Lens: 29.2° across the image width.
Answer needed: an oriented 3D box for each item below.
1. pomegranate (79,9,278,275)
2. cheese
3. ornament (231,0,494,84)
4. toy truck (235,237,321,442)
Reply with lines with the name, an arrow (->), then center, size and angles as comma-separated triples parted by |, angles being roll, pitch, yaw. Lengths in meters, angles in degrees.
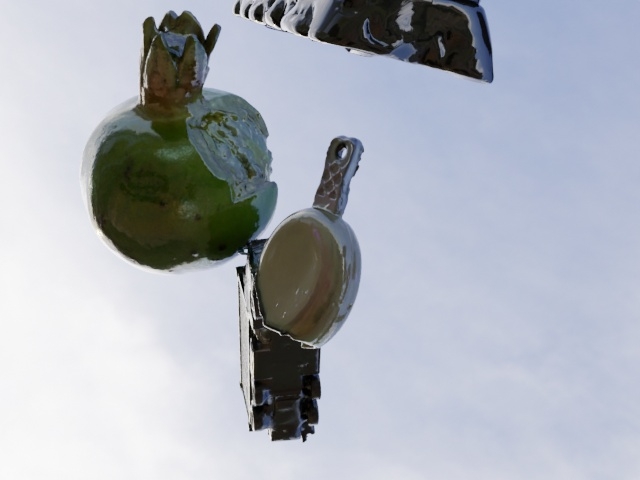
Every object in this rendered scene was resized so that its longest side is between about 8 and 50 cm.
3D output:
pomegranate -> -0.161, -0.105, 1.362 | 0.236, 0.236, 0.302 | 14, -50, 27
cheese -> -0.005, 0.001, 0.991 | 0.092, 0.047, 0.171 | -10, -109, 44
ornament -> 0.057, -0.225, 0.681 | 0.251, 0.106, 0.260 | 34, -74, 67
toy truck -> -0.045, 0.108, 1.362 | 0.088, 0.121, 0.259 | -5, -50, -9
